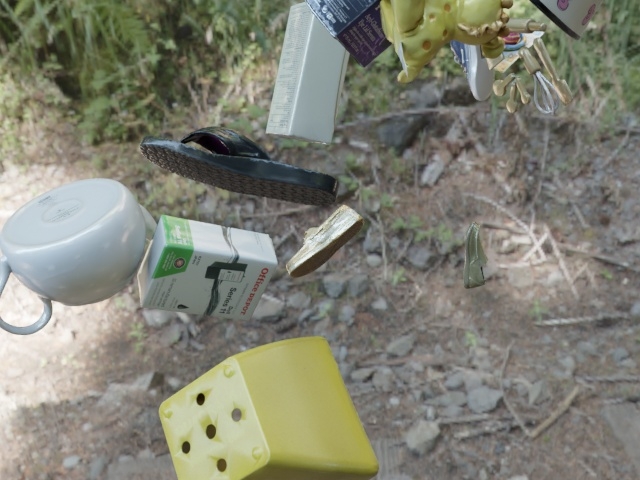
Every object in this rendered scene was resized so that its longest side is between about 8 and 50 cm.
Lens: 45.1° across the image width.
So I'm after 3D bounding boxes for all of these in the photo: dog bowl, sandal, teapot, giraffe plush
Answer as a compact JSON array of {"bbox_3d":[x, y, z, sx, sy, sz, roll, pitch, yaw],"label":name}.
[{"bbox_3d":[0.455,-0.618,1.631,0.408,0.150,0.408,34,28,-20],"label":"dog bowl"},{"bbox_3d":[-0.174,-0.175,1.722,0.446,0.167,0.107,13,73,-10],"label":"sandal"},{"bbox_3d":[-0.407,0.028,1.316,0.256,0.187,0.252,-8,33,10],"label":"teapot"},{"bbox_3d":[0.184,-0.336,1.117,0.171,0.181,0.210,-11,69,-1],"label":"giraffe plush"}]

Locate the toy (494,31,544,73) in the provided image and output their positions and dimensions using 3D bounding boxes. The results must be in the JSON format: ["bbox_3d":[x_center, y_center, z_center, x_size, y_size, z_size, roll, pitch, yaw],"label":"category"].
[{"bbox_3d":[0.467,-0.524,1.980,0.137,0.056,0.237,31,56,22],"label":"toy"}]

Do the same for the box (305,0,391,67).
[{"bbox_3d":[0.099,-0.416,1.296,0.207,0.153,0.108,-39,71,13],"label":"box"}]

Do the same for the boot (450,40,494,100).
[{"bbox_3d":[0.363,-0.433,1.863,0.069,0.189,0.086,-13,13,-32],"label":"boot"}]

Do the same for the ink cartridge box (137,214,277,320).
[{"bbox_3d":[-0.200,0.053,1.366,0.209,0.153,0.087,10,36,-26],"label":"ink cartridge box"}]

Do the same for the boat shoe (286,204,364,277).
[{"bbox_3d":[0.000,0.000,1.407,0.170,0.063,0.059,-38,65,-9],"label":"boat shoe"}]

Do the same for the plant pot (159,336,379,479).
[{"bbox_3d":[-0.087,0.257,1.028,0.212,0.187,0.212,-35,61,21],"label":"plant pot"}]

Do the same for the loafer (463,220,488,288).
[{"bbox_3d":[0.332,0.031,1.639,0.050,0.148,0.056,4,15,14],"label":"loafer"}]

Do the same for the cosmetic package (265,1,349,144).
[{"bbox_3d":[-0.023,-0.387,1.792,0.113,0.309,0.160,9,7,-26],"label":"cosmetic package"}]

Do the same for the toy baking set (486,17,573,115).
[{"bbox_3d":[0.414,-0.348,1.540,0.030,0.196,0.256,-21,20,-19],"label":"toy baking set"}]
